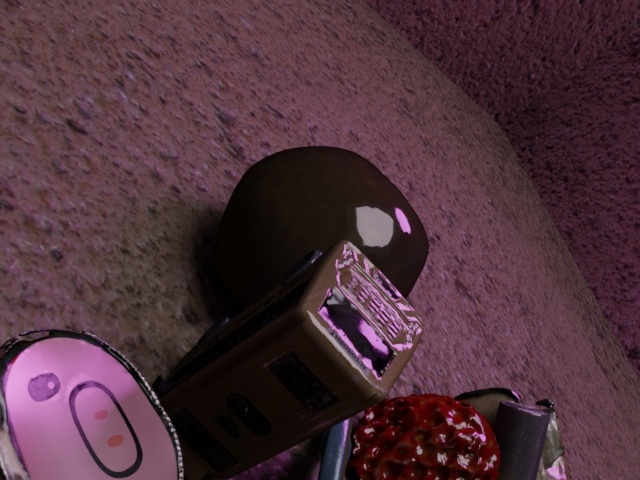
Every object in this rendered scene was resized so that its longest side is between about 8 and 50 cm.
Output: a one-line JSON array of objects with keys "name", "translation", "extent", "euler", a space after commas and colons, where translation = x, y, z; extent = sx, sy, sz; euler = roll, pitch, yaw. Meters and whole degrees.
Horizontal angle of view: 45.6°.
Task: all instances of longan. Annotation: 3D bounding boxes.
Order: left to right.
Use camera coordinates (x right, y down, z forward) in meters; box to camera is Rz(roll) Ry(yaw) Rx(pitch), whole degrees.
[{"name": "longan", "translation": [0.000, 0.000, 1.057], "extent": [0.288, 0.288, 0.350], "euler": [49, 14, -12]}]

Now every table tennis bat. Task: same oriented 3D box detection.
[{"name": "table tennis bat", "translation": [0.011, 0.266, 0.865], "extent": [0.329, 0.044, 0.215], "euler": [-55, 152, -83]}]

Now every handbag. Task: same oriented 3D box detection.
[{"name": "handbag", "translation": [-0.216, 0.170, 0.624], "extent": [0.205, 0.116, 0.179], "euler": [60, 27, 10]}]

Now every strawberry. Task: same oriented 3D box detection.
[{"name": "strawberry", "translation": [0.168, 0.309, 1.061], "extent": [0.234, 0.178, 0.234], "euler": [41, 33, -35]}]

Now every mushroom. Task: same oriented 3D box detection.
[{"name": "mushroom", "translation": [0.293, 0.361, 1.208], "extent": [0.267, 0.190, 0.164], "euler": [62, 27, -46]}]

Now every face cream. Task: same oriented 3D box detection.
[{"name": "face cream", "translation": [0.258, 0.371, 1.076], "extent": [0.073, 0.073, 0.283], "euler": [16, 87, -53]}]

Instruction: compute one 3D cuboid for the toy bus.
[{"name": "toy bus", "translation": [-0.046, 0.135, 0.776], "extent": [0.139, 0.289, 0.157], "euler": [49, 37, -9]}]
